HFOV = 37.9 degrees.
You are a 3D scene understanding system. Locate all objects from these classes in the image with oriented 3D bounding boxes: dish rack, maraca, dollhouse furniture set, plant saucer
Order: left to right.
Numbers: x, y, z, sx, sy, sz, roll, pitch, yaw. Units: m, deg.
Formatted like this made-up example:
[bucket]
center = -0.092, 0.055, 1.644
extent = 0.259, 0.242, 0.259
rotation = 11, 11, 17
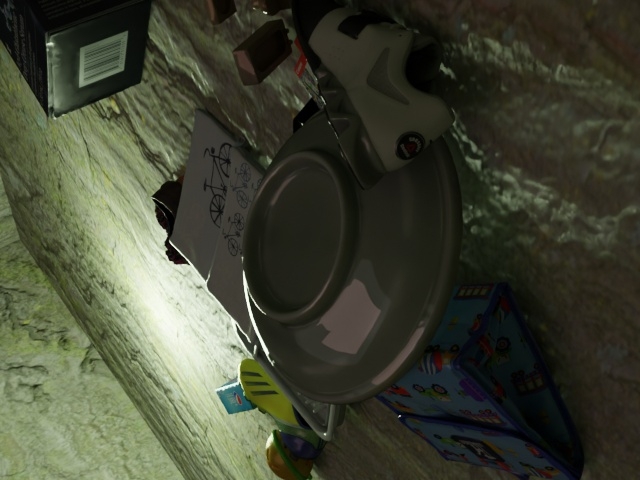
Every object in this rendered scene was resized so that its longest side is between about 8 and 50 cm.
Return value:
[dollhouse furniture set]
center = -0.052, -0.291, 1.195
extent = 0.123, 0.144, 0.151
rotation = -3, 121, 27
[maraca]
center = -0.062, 0.470, 2.030
extent = 0.127, 0.099, 0.186
rotation = 60, -178, 23
[dish rack]
center = -0.050, 0.188, 1.736
extent = 0.333, 0.072, 0.285
rotation = 47, 151, 30
[plant saucer]
center = 0.000, 0.000, 1.161
extent = 0.400, 0.100, 0.400
rotation = -18, 67, 49

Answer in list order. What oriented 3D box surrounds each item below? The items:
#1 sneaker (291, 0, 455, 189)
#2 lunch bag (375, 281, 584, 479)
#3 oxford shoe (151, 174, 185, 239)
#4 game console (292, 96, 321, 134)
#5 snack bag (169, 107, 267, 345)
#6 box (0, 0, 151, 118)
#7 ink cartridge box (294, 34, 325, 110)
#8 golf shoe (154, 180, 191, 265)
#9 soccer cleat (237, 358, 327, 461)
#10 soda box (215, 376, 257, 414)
[sneaker]
center = 0.064, -0.205, 1.082
extent = 0.122, 0.146, 0.330
rotation = 52, -167, -48
[lunch bag]
center = 0.196, 0.203, 1.197
extent = 0.221, 0.138, 0.293
rotation = -8, 128, 49
[oxford shoe]
center = -0.255, 0.006, 1.908
extent = 0.271, 0.098, 0.097
rotation = 62, 156, 1
[game console]
center = 0.036, -0.025, 1.385
extent = 0.213, 0.044, 0.361
rotation = 45, 150, 35
[snack bag]
center = -0.170, -0.034, 1.663
extent = 0.342, 0.037, 0.323
rotation = 46, 134, 37
[box]
center = -0.514, -0.490, 1.761
extent = 0.395, 0.212, 0.293
rotation = 57, 156, 13
[ink cartridge box]
center = -0.009, -0.236, 1.264
extent = 0.115, 0.029, 0.063
rotation = 57, 155, 10
[golf shoe]
center = -0.302, -0.036, 1.989
extent = 0.067, 0.086, 0.186
rotation = -14, 82, 24
[soccer cleat]
center = -0.074, 0.330, 1.943
extent = 0.289, 0.093, 0.121
rotation = 47, 121, 39
[soda box]
center = -0.175, 0.351, 2.150
extent = 0.071, 0.067, 0.210
rotation = 61, 156, 1
